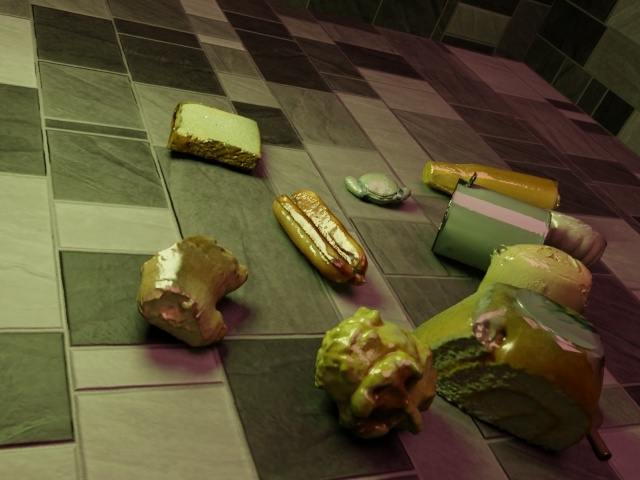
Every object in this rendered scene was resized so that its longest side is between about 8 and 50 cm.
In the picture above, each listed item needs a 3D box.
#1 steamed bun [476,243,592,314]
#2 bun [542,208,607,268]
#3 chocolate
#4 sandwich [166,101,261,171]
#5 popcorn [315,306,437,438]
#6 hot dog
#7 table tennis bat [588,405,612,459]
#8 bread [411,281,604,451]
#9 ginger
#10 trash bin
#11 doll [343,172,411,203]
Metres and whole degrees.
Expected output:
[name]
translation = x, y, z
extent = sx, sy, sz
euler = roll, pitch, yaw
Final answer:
[steamed bun]
translation = 0.531, 0.134, 1.652
extent = 0.273, 0.232, 0.166
euler = 18, 36, -16
[bun]
translation = 0.683, 0.034, 1.969
extent = 0.263, 0.175, 0.263
euler = 25, -8, 4
[chocolate]
translation = 0.548, -0.171, 2.199
extent = 0.446, 0.162, 0.162
euler = 12, 34, -9
[sandwich]
translation = -0.297, -0.292, 1.875
extent = 0.251, 0.087, 0.226
euler = 14, 35, -19
[popcorn]
translation = 0.106, 0.244, 1.269
extent = 0.256, 0.195, 0.254
euler = 28, 33, -30
[hot dog]
translation = 0.000, 0.000, 1.636
extent = 0.135, 0.100, 0.337
euler = -13, 46, -32
[table tennis bat]
translation = 0.591, 0.394, 1.518
extent = 0.131, 0.022, 0.234
euler = 13, 32, -17
[bread]
translation = 0.400, 0.227, 1.408
extent = 0.396, 0.263, 0.239
euler = 27, 39, 6
[ginger]
translation = -0.246, 0.099, 1.317
extent = 0.221, 0.130, 0.276
euler = 48, 37, 16
[trash bin]
translation = 0.461, -0.024, 1.819
extent = 0.263, 0.277, 0.217
euler = 21, 24, 9
[doll]
translation = 0.173, -0.154, 1.988
extent = 0.214, 0.071, 0.103
euler = 9, 34, -15
